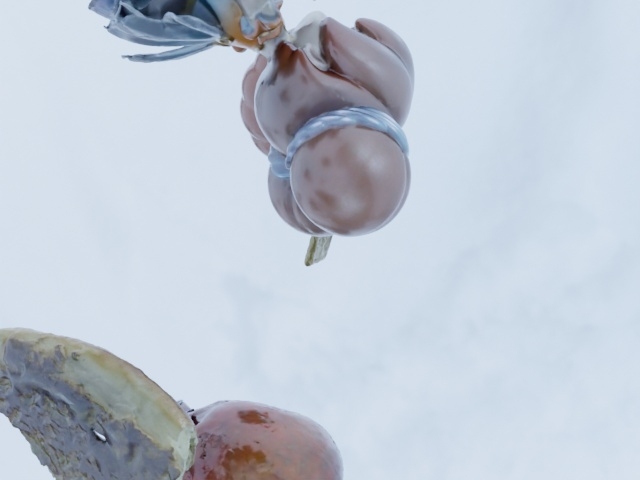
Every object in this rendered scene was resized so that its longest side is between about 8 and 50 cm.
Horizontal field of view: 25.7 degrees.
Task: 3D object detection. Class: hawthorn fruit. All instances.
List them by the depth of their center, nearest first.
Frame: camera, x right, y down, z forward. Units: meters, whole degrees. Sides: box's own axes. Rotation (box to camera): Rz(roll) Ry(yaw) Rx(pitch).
[{"bbox_3d":[-0.129,0.328,1.891,0.307,0.276,0.276,28,155,-13],"label":"hawthorn fruit"}]

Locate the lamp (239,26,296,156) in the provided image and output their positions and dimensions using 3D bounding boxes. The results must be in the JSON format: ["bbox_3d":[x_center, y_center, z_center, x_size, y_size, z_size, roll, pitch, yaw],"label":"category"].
[{"bbox_3d":[-0.011,-0.210,2.083,0.196,0.223,0.223,-124,24,-51],"label":"lamp"}]

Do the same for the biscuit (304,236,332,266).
[{"bbox_3d":[0.000,0.000,2.389,0.018,0.081,0.083,21,108,18],"label":"biscuit"}]

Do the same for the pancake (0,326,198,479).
[{"bbox_3d":[-0.212,0.204,1.306,0.266,0.057,0.245,10,114,38],"label":"pancake"}]

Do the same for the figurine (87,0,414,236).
[{"bbox_3d":[-0.057,-0.188,1.513,0.388,0.248,0.276,35,176,-10],"label":"figurine"}]

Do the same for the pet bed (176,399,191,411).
[{"bbox_3d":[-0.274,0.311,2.130,0.053,0.201,0.201,51,152,-1],"label":"pet bed"}]
